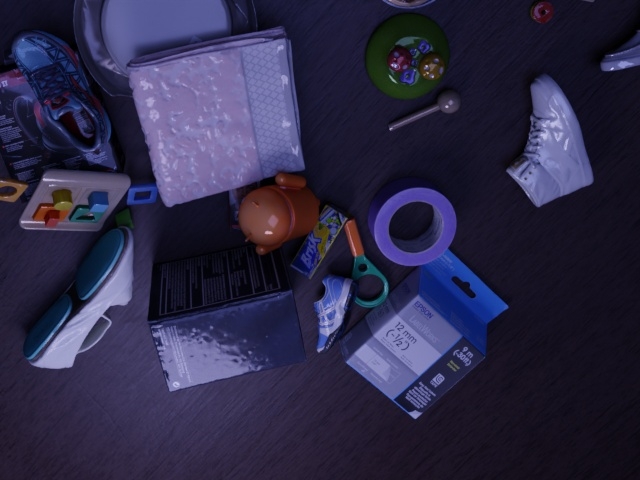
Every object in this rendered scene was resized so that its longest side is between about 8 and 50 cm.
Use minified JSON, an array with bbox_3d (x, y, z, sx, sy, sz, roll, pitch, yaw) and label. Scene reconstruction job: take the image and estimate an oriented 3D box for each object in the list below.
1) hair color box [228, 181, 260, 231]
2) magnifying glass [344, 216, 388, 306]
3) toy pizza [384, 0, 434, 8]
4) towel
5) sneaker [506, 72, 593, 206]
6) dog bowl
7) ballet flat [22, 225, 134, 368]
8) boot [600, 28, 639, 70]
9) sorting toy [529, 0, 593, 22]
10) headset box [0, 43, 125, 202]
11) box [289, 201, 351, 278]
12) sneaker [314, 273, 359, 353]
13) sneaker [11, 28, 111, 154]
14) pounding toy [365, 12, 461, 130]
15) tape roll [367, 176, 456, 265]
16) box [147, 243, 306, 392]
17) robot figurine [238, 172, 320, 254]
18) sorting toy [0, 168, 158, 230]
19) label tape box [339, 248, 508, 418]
[{"bbox_3d":[-0.167,-0.093,1.901,0.072,0.043,0.141,-4,112,-7],"label":"hair color box"},{"bbox_3d":[0.095,0.052,2.012,0.092,0.026,0.230,-16,115,3],"label":"magnifying glass"},{"bbox_3d":[0.186,-0.572,1.762,0.201,0.032,0.201,-3,113,-8],"label":"toy pizza"},{"bbox_3d":[-0.196,-0.239,1.732,0.317,0.053,0.331,-15,129,-10],"label":"towel"},{"bbox_3d":[0.483,-0.209,1.918,0.169,0.108,0.292,-28,115,0],"label":"sneaker"},{"bbox_3d":[-0.301,-0.426,1.710,0.349,0.102,0.348,-3,114,-7],"label":"dog bowl"},{"bbox_3d":[-0.499,0.133,1.912,0.139,0.139,0.400,35,108,-20],"label":"ballet flat"},{"bbox_3d":[0.711,-0.458,1.868,0.258,0.095,0.123,-22,108,-9],"label":"boot"},{"bbox_3d":[0.537,-0.581,1.805,0.132,0.046,0.274,8,111,-12],"label":"sorting toy"},{"bbox_3d":[-0.544,-0.250,1.740,0.218,0.110,0.293,-17,114,-2],"label":"headset box"},{"bbox_3d":[0.000,0.000,1.950,0.059,0.054,0.168,32,105,6],"label":"box"},{"bbox_3d":[0.025,0.170,2.033,0.081,0.080,0.211,24,114,14],"label":"sneaker"},{"bbox_3d":[-0.475,-0.275,1.612,0.104,0.125,0.261,-33,114,3],"label":"sneaker"},{"bbox_3d":[0.200,-0.350,1.814,0.183,0.110,0.236,-20,114,0],"label":"pounding toy"},{"bbox_3d":[0.206,-0.043,1.959,0.189,0.080,0.188,-3,112,-7],"label":"tape roll"},{"bbox_3d":[-0.200,0.153,1.859,0.294,0.296,0.182,-13,113,-3],"label":"box"},{"bbox_3d":[-0.088,-0.059,1.838,0.158,0.219,0.128,-32,84,32],"label":"robot figurine"},{"bbox_3d":[-0.500,-0.069,1.765,0.348,0.047,0.196,2,148,-34],"label":"sorting toy"},{"bbox_3d":[0.256,0.220,2.059,0.348,0.115,0.249,-43,111,12],"label":"label tape box"}]
